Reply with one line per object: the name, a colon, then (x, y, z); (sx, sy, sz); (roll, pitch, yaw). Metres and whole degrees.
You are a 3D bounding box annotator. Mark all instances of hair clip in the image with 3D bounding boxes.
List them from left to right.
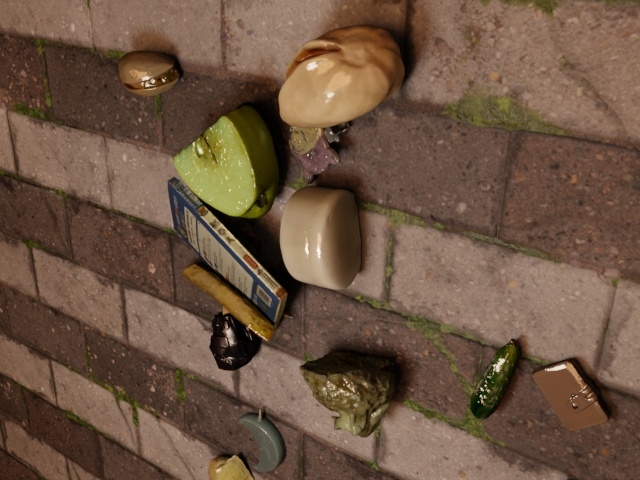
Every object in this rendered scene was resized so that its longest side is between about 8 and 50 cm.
hair clip: (-0.008, -0.227, 1.633); (0.187, 0.056, 0.146); (-29, 84, 44)

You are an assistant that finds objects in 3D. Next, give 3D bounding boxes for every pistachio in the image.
pistachio: (-0.454, -0.441, 1.845); (0.185, 0.124, 0.124); (4, 113, 19)
pistachio: (0.033, -0.333, 1.474); (0.318, 0.214, 0.193); (-19, 54, 50)

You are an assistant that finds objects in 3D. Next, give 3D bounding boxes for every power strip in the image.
power strip: (-0.175, 0.605, 2.138); (0.137, 0.044, 0.216); (-2, 109, 38)

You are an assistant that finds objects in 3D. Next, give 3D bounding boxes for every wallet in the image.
wallet: (0.526, 0.327, 1.481); (0.118, 0.039, 0.153); (-35, 85, 44)

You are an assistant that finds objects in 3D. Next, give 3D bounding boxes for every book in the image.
book: (-0.252, 0.046, 1.865); (0.428, 0.039, 0.300); (46, 159, 11)

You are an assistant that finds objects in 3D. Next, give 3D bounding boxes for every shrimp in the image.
shrimp: (-0.222, -0.038, 1.877); (0.262, 0.066, 0.117); (46, 147, 31)

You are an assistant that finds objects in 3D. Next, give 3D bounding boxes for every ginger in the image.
ginger: (-0.292, 0.783, 2.287); (0.122, 0.115, 0.193); (4, 122, 59)

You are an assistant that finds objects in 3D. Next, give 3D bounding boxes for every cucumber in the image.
cucumber: (0.388, 0.308, 1.560); (0.069, 0.069, 0.227); (31, 123, 23)

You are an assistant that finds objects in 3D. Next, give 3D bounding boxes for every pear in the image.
pear: (-0.194, -0.184, 1.728); (0.292, 0.159, 0.292); (20, 124, 32)

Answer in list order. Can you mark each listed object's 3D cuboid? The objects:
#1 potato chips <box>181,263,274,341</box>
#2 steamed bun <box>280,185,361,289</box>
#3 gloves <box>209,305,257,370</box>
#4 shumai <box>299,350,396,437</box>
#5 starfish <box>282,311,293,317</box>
potato chips: (-0.267, 0.149, 1.930); (0.407, 0.057, 0.080); (31, 165, 39)
steamed bun: (0.000, 0.000, 1.654); (0.146, 0.164, 0.242); (9, 113, 33)
gloves: (-0.257, 0.260, 2.009); (0.164, 0.124, 0.203); (-11, 111, 21)
shumai: (0.071, 0.395, 1.762); (0.256, 0.189, 0.218); (4, 110, 42)
starfish: (-0.115, 0.193, 1.927); (0.086, 0.016, 0.092); (42, 138, 9)
